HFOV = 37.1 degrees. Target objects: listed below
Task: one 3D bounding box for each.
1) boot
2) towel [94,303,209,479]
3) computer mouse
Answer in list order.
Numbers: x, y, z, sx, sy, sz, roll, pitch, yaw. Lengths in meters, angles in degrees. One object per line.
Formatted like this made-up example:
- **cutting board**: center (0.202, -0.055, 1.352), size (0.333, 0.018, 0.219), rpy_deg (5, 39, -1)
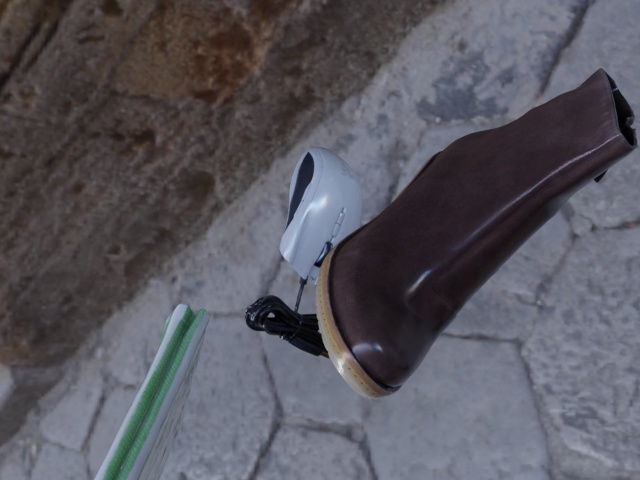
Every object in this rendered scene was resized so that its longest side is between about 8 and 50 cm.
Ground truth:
- **boot**: center (0.108, -0.017, 0.634), size (0.207, 0.090, 0.248), rpy_deg (-34, 16, 30)
- **towel**: center (-0.186, 0.232, 0.963), size (0.325, 0.038, 0.247), rpy_deg (113, 178, -56)
- **computer mouse**: center (0.000, 0.000, 0.810), size (0.042, 0.106, 0.193), rpy_deg (-21, 51, 48)
